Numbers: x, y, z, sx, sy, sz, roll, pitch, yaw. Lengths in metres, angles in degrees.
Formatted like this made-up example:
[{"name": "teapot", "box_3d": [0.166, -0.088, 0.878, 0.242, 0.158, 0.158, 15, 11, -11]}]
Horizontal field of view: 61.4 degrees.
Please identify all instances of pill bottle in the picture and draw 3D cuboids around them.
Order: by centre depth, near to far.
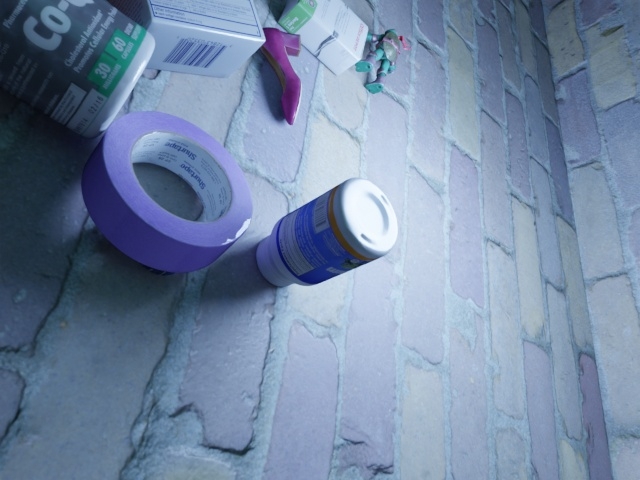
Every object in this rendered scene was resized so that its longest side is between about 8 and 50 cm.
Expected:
[{"name": "pill bottle", "box_3d": [-0.453, -0.328, 0.798, 0.361, 0.204, 0.204, 31, 52, -30]}, {"name": "pill bottle", "box_3d": [0.000, 0.000, 1.028, 0.152, 0.272, 0.153, 20, 58, -36]}]

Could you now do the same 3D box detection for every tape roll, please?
[{"name": "tape roll", "box_3d": [-0.252, -0.085, 0.919, 0.274, 0.090, 0.275, 29, 40, -28]}]

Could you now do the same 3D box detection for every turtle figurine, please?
[{"name": "turtle figurine", "box_3d": [0.176, -0.551, 1.578, 0.175, 0.118, 0.234, 39, 54, -25]}]

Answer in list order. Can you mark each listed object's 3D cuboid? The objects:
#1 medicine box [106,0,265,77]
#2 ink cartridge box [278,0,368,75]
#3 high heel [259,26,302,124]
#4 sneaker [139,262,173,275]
[{"name": "medicine box", "box_3d": [-0.288, -0.500, 1.075, 0.263, 0.149, 0.290, -10, 78, -46]}, {"name": "ink cartridge box", "box_3d": [0.013, -0.576, 1.440, 0.219, 0.092, 0.160, 36, 50, -27]}, {"name": "high heel", "box_3d": [-0.105, -0.390, 1.272, 0.117, 0.082, 0.244, 3, 81, -13]}, {"name": "sneaker", "box_3d": [-0.291, 0.004, 0.910, 0.135, 0.052, 0.058, 44, 43, -21]}]
